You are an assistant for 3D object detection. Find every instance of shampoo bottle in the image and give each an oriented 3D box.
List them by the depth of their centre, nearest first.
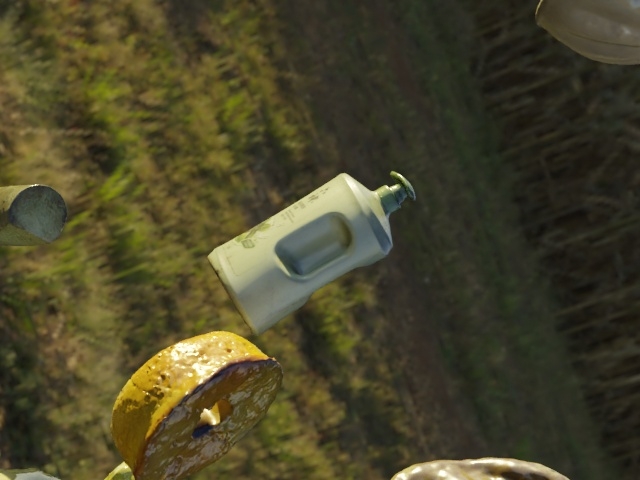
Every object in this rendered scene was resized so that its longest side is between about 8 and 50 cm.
[{"bbox_3d":[0.000,0.000,1.428,0.118,0.234,0.087,56,-4,45],"label":"shampoo bottle"}]

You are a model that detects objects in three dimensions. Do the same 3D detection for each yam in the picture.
[{"bbox_3d":[-0.331,-0.026,1.400,0.068,0.169,0.068,-1,93,-32],"label":"yam"}]

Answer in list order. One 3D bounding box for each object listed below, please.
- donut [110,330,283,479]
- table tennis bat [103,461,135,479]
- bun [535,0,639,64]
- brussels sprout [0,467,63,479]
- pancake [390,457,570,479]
[{"bbox_3d":[-0.128,0.161,1.285,0.190,0.174,0.074,-26,56,-39],"label":"donut"},{"bbox_3d":[-0.358,0.423,1.808,0.224,0.368,0.054,14,39,-54],"label":"table tennis bat"},{"bbox_3d":[0.347,-0.259,1.233,0.175,0.263,0.263,42,14,10],"label":"bun"},{"bbox_3d":[-0.346,0.334,1.319,0.210,0.271,0.219,35,32,-19],"label":"brussels sprout"},{"bbox_3d":[0.212,0.356,1.601,0.294,0.294,0.049,-77,170,-62],"label":"pancake"}]
